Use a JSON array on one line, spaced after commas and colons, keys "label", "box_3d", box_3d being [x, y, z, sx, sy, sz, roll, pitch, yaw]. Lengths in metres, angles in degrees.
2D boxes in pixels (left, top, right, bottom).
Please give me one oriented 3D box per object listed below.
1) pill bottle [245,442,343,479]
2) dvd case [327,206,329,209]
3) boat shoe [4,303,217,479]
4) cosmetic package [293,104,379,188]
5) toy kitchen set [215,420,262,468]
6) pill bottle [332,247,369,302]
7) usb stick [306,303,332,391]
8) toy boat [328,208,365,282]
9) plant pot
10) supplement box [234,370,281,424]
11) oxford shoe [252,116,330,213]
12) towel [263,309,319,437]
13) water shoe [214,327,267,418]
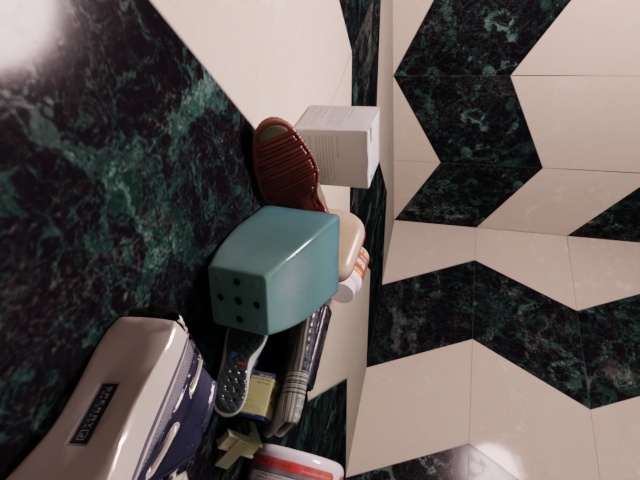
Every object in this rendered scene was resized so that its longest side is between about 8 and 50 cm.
[{"label": "pill bottle", "box_3d": [-0.086, 0.632, 0.847, 0.210, 0.210, 0.363, 73, 28, -55]}, {"label": "dvd case", "box_3d": [0.000, 0.000, 1.274, 0.164, 0.018, 0.221, 43, 55, -71]}, {"label": "boat shoe", "box_3d": [-0.202, 0.243, 0.411, 0.341, 0.127, 0.158, -70, 152, -43]}, {"label": "cosmetic package", "box_3d": [0.046, -0.236, 1.032, 0.151, 0.183, 0.151, -67, 158, -47]}, {"label": "toy kitchen set", "box_3d": [-0.171, 0.380, 0.793, 0.068, 0.075, 0.083, -48, 124, 3]}, {"label": "pill bottle", "box_3d": [0.098, 0.118, 1.485, 0.216, 0.121, 0.121, -65, 156, -51]}, {"label": "usb stick", "box_3d": [-0.015, 0.332, 1.302, 0.077, 0.045, 0.278, 66, 33, -49]}, {"label": "toy boat", "box_3d": [0.033, 0.027, 1.171, 0.151, 0.151, 0.231, 102, 10, -58]}, {"label": "plant pot", "box_3d": [-0.085, 0.054, 0.737, 0.234, 0.165, 0.166, -40, 134, -59]}, {"label": "supplement box", "box_3d": [-0.129, 0.297, 0.792, 0.056, 0.083, 0.083, 76, 24, -57]}, {"label": "oxford shoe", "box_3d": [-0.064, -0.132, 0.875, 0.348, 0.123, 0.130, 70, 1, -53]}, {"label": "towel", "box_3d": [-0.063, 0.271, 0.939, 0.324, 0.056, 0.312, 109, -7, -58]}, {"label": "water shoe", "box_3d": [-0.150, 0.215, 0.753, 0.080, 0.073, 0.203, 121, -11, -54]}]
